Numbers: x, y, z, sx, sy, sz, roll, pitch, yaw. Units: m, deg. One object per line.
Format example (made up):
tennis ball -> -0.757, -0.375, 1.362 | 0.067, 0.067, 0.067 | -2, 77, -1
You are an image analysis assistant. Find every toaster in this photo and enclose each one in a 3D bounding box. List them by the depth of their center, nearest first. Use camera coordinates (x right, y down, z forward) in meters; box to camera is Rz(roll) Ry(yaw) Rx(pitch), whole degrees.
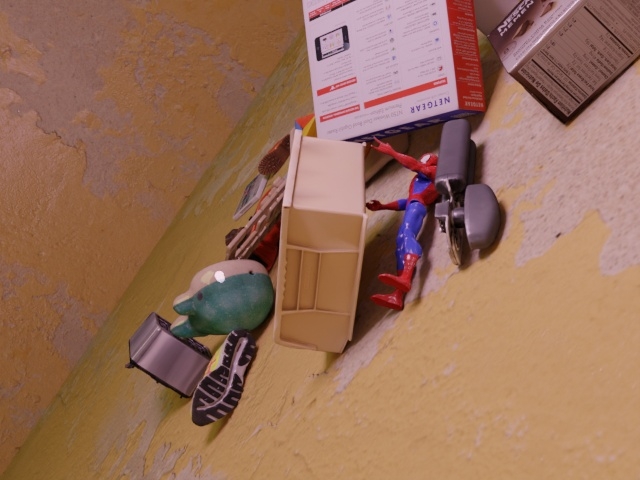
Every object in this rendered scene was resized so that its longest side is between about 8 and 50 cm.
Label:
toaster -> -0.343, 0.260, 1.703 | 0.110, 0.168, 0.185 | -54, 17, -1

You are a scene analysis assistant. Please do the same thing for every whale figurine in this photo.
whale figurine -> -0.208, 0.151, 1.578 | 0.272, 0.216, 0.141 | -42, 61, 37

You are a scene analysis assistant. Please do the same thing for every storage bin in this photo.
storage bin -> 0.000, 0.000, 1.203 | 0.262, 0.123, 0.260 | -87, 3, -59

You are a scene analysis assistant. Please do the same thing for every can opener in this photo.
can opener -> 0.216, -0.078, 1.084 | 0.095, 0.076, 0.283 | -8, 39, 22

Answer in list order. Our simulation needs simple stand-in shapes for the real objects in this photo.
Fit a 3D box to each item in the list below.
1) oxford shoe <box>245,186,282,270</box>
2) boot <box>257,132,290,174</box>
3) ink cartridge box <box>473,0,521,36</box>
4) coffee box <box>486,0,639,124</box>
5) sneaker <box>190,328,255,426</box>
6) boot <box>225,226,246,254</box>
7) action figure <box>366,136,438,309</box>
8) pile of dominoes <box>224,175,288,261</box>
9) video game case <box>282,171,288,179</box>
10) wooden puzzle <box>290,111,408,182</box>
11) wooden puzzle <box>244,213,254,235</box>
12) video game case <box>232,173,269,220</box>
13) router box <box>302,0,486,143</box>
oxford shoe -> -0.134, -0.028, 1.818 | 0.098, 0.097, 0.271 | -39, 22, 56
boot -> -0.131, -0.263, 2.302 | 0.158, 0.059, 0.084 | -45, 15, 2
ink cartridge box -> 0.346, -0.505, 1.321 | 0.232, 0.168, 0.171 | -32, 28, 50
coffee box -> 0.376, -0.321, 0.994 | 0.297, 0.119, 0.168 | -46, 21, 25
sneaker -> -0.194, 0.276, 1.462 | 0.094, 0.081, 0.208 | -44, 13, 50
boot -> -0.252, 0.010, 2.125 | 0.106, 0.037, 0.114 | -59, 22, -19
action figure -> 0.107, -0.045, 1.150 | 0.091, 0.139, 0.280 | 107, -173, -54
pile of dominoes -> -0.149, -0.032, 1.643 | 0.251, 0.040, 0.196 | -52, -8, -31
video game case -> -0.081, -0.141, 2.001 | 0.173, 0.022, 0.190 | -43, 20, 33
wooden puzzle -> 0.033, -0.228, 1.626 | 0.348, 0.080, 0.322 | -37, 43, 40
wooden puzzle -> -0.201, -0.046, 2.145 | 0.116, 0.014, 0.078 | -58, 18, -10
video game case -> -0.212, -0.152, 2.358 | 0.143, 0.019, 0.157 | -39, 24, 42
router box -> 0.119, -0.343, 1.350 | 0.335, 0.082, 0.301 | -7, 89, 46
